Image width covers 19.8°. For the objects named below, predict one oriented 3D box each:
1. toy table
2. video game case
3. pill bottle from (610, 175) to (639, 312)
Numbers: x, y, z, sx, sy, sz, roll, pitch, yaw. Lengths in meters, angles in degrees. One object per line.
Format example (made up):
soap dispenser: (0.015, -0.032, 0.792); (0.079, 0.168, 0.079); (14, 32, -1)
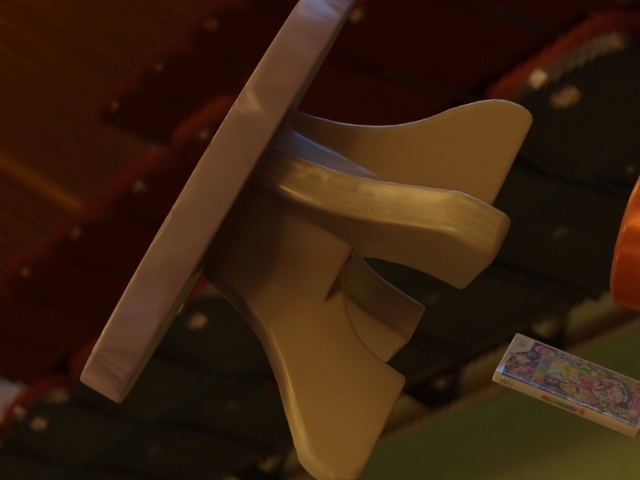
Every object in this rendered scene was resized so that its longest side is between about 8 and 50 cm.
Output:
toy table: (0.000, 0.000, 1.052); (0.274, 0.161, 0.252); (-61, 2, -9)
video game case: (0.205, 0.116, 1.481); (0.087, 0.122, 0.011); (-47, -24, -64)
pill bottle: (0.284, 0.026, 0.988); (0.130, 0.246, 0.130); (-49, -32, -46)
